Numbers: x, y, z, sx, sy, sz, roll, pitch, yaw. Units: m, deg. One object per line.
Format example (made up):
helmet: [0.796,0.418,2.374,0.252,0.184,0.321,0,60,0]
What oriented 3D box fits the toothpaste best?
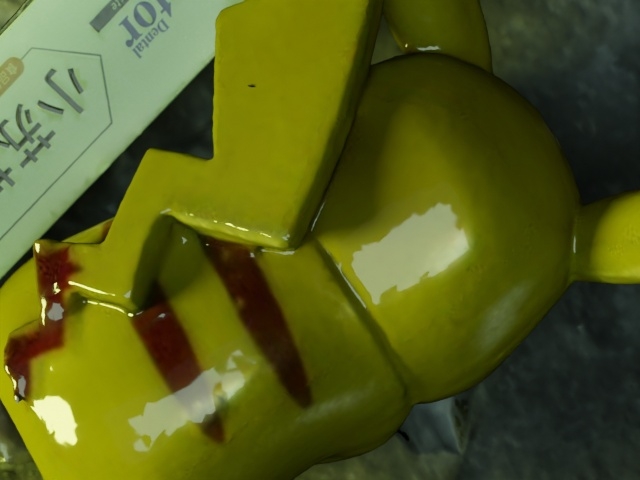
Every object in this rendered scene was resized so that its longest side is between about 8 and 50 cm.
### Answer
toothpaste: [-0.141,-0.053,0.890,0.089,0.071,0.313,43,102,-9]

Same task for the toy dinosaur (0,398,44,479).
toy dinosaur: [-0.154,0.164,0.939,0.251,0.072,0.200,-30,108,1]

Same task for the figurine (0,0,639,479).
figurine: [-0.006,0.004,0.830,0.327,0.169,0.218,-32,74,-4]
